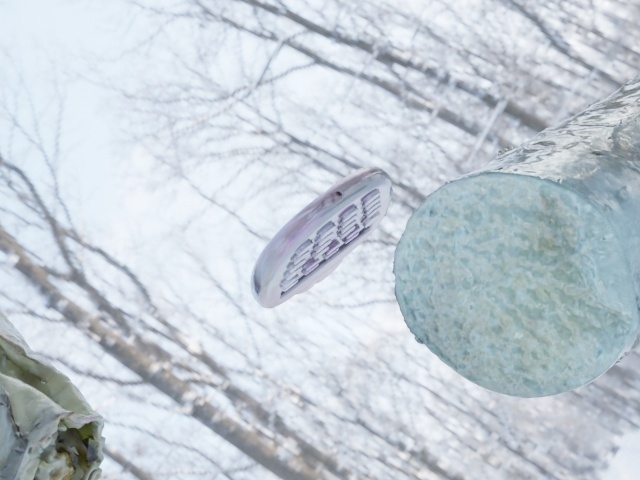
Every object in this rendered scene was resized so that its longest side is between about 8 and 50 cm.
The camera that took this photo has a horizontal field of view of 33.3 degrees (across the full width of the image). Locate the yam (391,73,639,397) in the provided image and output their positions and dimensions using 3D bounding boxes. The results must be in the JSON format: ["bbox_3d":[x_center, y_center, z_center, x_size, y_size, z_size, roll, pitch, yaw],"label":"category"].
[{"bbox_3d":[0.140,-0.024,0.472,0.259,0.093,0.093,-30,-34,-47],"label":"yam"}]

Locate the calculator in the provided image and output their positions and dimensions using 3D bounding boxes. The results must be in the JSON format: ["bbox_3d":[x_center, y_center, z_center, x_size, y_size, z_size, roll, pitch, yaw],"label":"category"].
[{"bbox_3d":[0.000,0.000,0.651,0.103,0.024,0.166,-38,-9,-14],"label":"calculator"}]

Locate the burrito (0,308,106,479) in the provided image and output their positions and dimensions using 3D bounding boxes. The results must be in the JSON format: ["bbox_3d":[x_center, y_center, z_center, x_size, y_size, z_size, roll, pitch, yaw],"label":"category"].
[{"bbox_3d":[-0.382,0.178,1.241,0.135,0.332,0.190,-7,-51,-44],"label":"burrito"}]
